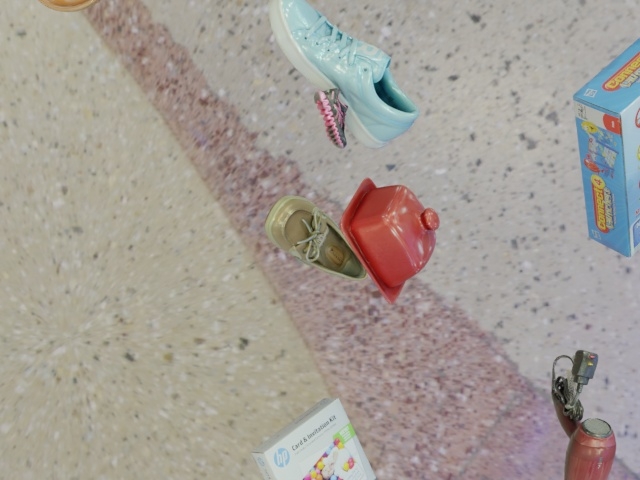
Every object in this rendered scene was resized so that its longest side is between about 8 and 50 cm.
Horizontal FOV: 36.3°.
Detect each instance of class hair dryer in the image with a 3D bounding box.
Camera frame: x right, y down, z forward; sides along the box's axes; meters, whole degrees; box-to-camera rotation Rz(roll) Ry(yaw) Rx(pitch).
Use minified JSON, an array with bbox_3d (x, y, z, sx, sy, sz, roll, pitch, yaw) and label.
[{"bbox_3d":[0.467,0.343,1.736,0.080,0.223,0.293,4,77,3],"label":"hair dryer"}]

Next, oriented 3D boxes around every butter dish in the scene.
[{"bbox_3d":[0.122,-0.015,1.452,0.160,0.118,0.160,56,33,-18],"label":"butter dish"}]

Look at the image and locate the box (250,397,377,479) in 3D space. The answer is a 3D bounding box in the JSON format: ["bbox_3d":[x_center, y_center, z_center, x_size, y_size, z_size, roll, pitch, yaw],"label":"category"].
[{"bbox_3d":[0.004,0.329,1.322,0.145,0.038,0.186,-30,99,-37],"label":"box"}]

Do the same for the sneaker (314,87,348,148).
[{"bbox_3d":[0.033,-0.234,1.850,0.057,0.047,0.119,-26,105,-22],"label":"sneaker"}]

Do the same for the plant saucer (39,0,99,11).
[{"bbox_3d":[-0.376,-0.451,1.510,0.200,0.037,0.199,0,90,24],"label":"plant saucer"}]

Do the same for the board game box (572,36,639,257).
[{"bbox_3d":[0.538,-0.181,1.530,0.308,0.086,0.302,-39,136,-19],"label":"board game box"}]

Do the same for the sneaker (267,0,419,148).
[{"bbox_3d":[0.059,-0.351,1.880,0.366,0.150,0.135,47,40,-20],"label":"sneaker"}]

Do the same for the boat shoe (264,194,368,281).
[{"bbox_3d":[0.000,0.000,1.795,0.089,0.285,0.104,30,89,35],"label":"boat shoe"}]
